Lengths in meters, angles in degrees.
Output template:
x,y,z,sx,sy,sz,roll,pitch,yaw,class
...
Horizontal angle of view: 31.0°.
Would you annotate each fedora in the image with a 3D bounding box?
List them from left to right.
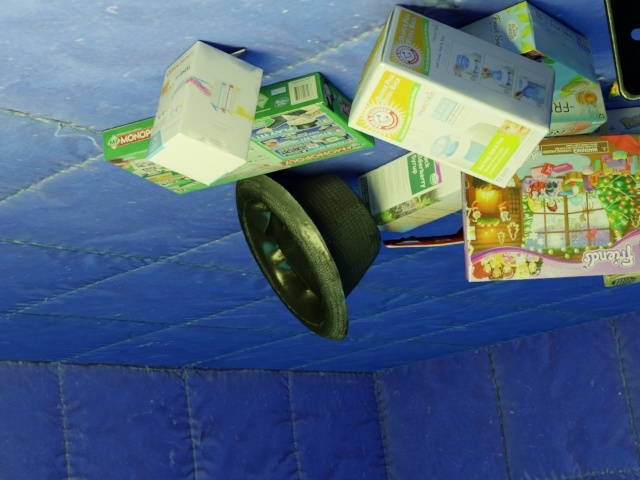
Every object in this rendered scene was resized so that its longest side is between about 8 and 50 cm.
x,y,z,sx,sy,sz,roll,pitch,yaw,class
0.000,0.000,1.850,0.153,0.334,0.334,-32,173,-17,fedora

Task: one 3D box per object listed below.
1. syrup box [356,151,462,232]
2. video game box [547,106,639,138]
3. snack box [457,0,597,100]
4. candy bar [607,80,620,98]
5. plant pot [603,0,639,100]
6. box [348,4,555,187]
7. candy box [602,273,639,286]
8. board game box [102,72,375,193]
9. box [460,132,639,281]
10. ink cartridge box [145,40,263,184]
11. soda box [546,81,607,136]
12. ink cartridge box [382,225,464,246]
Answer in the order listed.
x,y,z,sx,sy,sz,roll,pitch,yaw,class
0.172,-0.090,1.839,0.096,0.093,0.237,4,162,-38,syrup box
0.456,-0.105,1.738,0.205,0.187,0.048,-7,164,-4,video game box
0.212,-0.209,1.438,0.207,0.070,0.174,-16,163,34,snack box
0.486,-0.220,1.646,0.162,0.018,0.040,-6,166,-10,candy bar
0.383,-0.240,1.211,0.188,0.187,0.167,-9,176,5,plant pot
0.148,-0.163,1.316,0.203,0.103,0.114,21,141,-8,box
0.673,-0.031,2.152,0.317,0.182,0.087,-9,165,7,candy box
-0.108,-0.139,1.593,0.317,0.046,0.213,-13,166,18,board game box
0.351,-0.049,1.660,0.293,0.200,0.057,-3,-177,2,box
-0.134,-0.155,1.350,0.090,0.143,0.092,21,153,-27,ink cartridge box
0.302,-0.181,1.610,0.183,0.063,0.058,-4,166,-15,soda box
0.292,-0.055,1.925,0.385,0.091,0.308,-7,-179,2,ink cartridge box
